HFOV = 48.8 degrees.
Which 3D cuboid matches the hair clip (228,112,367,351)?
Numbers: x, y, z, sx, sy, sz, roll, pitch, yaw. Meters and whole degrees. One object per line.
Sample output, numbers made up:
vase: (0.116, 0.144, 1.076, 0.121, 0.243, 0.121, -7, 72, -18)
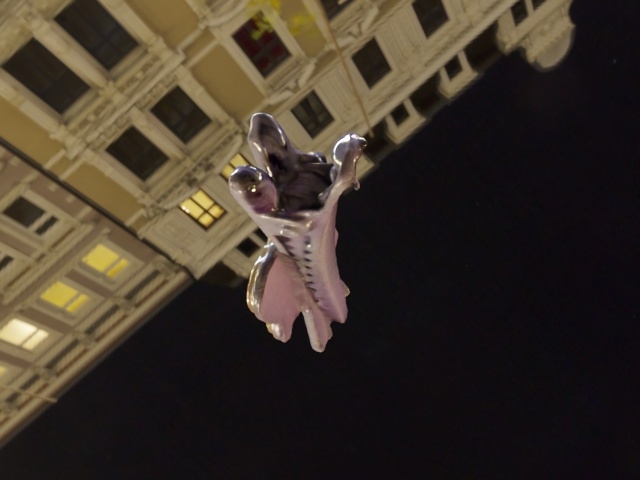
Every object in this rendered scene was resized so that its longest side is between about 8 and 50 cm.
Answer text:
hair clip: (-0.014, -0.005, 0.569, 0.090, 0.278, 0.137, 14, -119, 7)
